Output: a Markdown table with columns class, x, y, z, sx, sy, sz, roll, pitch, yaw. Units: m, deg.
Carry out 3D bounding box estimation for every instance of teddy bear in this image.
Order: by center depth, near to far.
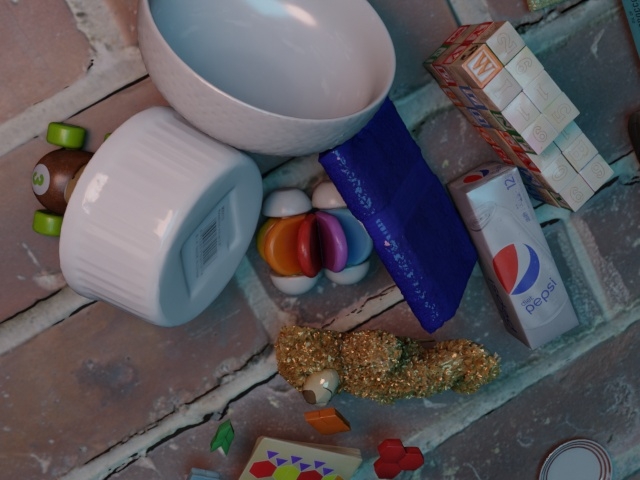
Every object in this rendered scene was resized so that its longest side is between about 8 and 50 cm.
| class | x | y | z | sx | sy | sz | roll | pitch | yaw |
| --- | --- | --- | --- | --- | --- | --- | --- | --- | --- |
| teddy bear | 0.099 | 0.197 | 1.227 | 0.337 | 0.245 | 0.113 | 8 | 75 | -19 |

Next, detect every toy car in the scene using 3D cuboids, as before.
| class | x | y | z | sx | sy | sz | roll | pitch | yaw |
| --- | --- | --- | --- | --- | --- | --- | --- | --- | --- |
| toy car | -0.314 | -0.065 | 1.093 | 0.148 | 0.188 | 0.155 | 10 | 99 | -14 |
| toy car | 0.000 | 0.000 | 1.203 | 0.181 | 0.136 | 0.159 | -10 | 103 | -10 |

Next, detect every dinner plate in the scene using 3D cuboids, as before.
| class | x | y | z | sx | sy | sz | roll | pitch | yaw |
| --- | --- | --- | --- | --- | --- | --- | --- | --- | --- |
| dinner plate | 0.448 | 0.415 | 1.451 | 0.141 | 0.017 | 0.141 | -3 | 102 | -13 |

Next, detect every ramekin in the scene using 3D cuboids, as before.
| class | x | y | z | sx | sy | sz | roll | pitch | yaw |
| --- | --- | --- | --- | --- | --- | --- | --- | --- | --- |
| ramekin | -0.193 | -0.022 | 1.069 | 0.135 | 0.277 | 0.277 | 27 | 96 | 18 |

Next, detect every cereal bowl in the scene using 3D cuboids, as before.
| class | x | y | z | sx | sy | sz | roll | pitch | yaw |
| --- | --- | --- | --- | --- | --- | --- | --- | --- | --- |
| cereal bowl | -0.079 | -0.237 | 1.077 | 0.338 | 0.339 | 0.141 | 14 | 141 | -15 |

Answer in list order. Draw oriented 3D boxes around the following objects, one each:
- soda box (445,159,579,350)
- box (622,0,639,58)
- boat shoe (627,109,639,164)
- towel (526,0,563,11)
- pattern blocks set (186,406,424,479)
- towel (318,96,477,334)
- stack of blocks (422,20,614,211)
| class | x | y | z | sx | sy | sz | roll | pitch | yaw |
| --- | --- | --- | --- | --- | --- | --- | --- | --- | --- |
| soda box | 0.302 | 0.022 | 1.295 | 0.091 | 0.098 | 0.286 | -27 | 107 | -5 |
| box | 0.535 | -0.358 | 1.275 | 0.100 | 0.060 | 0.244 | -30 | 107 | -16 |
| boat shoe | 0.603 | -0.079 | 1.331 | 0.103 | 0.118 | 0.321 | -26 | 99 | -1 |
| towel | 0.368 | -0.420 | 1.251 | 0.148 | 0.027 | 0.110 | -26 | 107 | -8 |
| pattern blocks set | -0.033 | 0.361 | 1.279 | 0.324 | 0.026 | 0.285 | 25 | 118 | -24 |
| towel | 0.113 | -0.042 | 1.197 | 0.076 | 0.228 | 0.308 | -23 | 108 | 34 |
| stack of blocks | 0.299 | -0.179 | 1.213 | 0.087 | 0.171 | 0.297 | -44 | 107 | 0 |
